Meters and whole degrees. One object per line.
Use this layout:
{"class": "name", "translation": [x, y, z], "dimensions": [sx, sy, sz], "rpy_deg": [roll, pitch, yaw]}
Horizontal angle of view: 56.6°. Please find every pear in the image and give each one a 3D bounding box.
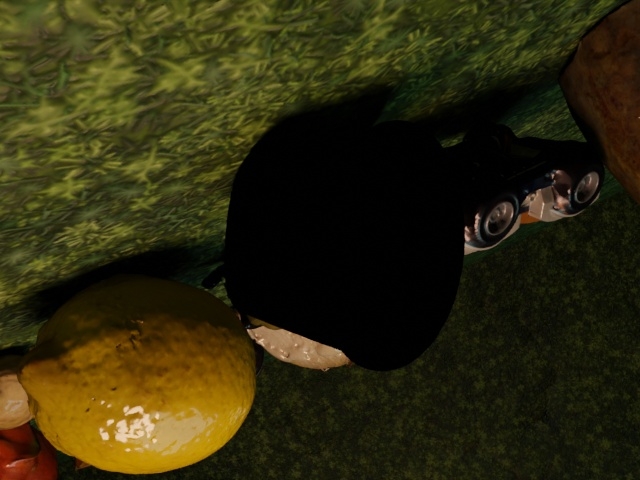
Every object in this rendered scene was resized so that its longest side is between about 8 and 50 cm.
{"class": "pear", "translation": [-0.012, 0.111, 1.151], "dimensions": [0.267, 0.267, 0.178], "rpy_deg": [-38, -165, 44]}

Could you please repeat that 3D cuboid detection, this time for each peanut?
{"class": "peanut", "translation": [-0.457, 0.204, 0.801], "dimensions": [0.117, 0.101, 0.263], "rpy_deg": [-50, 166, -6]}

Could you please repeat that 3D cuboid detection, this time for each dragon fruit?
{"class": "dragon fruit", "translation": [-0.586, 0.389, 0.965], "dimensions": [0.291, 0.290, 0.189], "rpy_deg": [-24, 132, -8]}

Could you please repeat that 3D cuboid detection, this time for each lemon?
{"class": "lemon", "translation": [-0.221, 0.165, 0.749], "dimensions": [0.245, 0.245, 0.320], "rpy_deg": [-33, 149, 28]}

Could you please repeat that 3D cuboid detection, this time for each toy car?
{"class": "toy car", "translation": [0.203, -0.068, 0.761], "dimensions": [0.301, 0.193, 0.118], "rpy_deg": [-21, 127, -26]}

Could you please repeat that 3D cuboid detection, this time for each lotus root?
{"class": "lotus root", "translation": [0.473, -0.132, 0.721], "dimensions": [0.250, 0.346, 0.250], "rpy_deg": [-31, 164, -10]}

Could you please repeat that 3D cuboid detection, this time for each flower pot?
{"class": "flower pot", "translation": [0.000, 0.000, 0.604], "dimensions": [0.166, 0.268, 0.269], "rpy_deg": [4, 154, -28]}

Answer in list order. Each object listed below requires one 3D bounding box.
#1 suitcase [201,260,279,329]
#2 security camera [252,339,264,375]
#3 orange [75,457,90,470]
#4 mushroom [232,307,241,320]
{"class": "suitcase", "translation": [-0.027, 0.048, 0.891], "dimensions": [0.235, 0.143, 0.194], "rpy_deg": [-15, 163, -43]}
{"class": "security camera", "translation": [-0.254, 0.283, 1.326], "dimensions": [0.277, 0.197, 0.191], "rpy_deg": [-25, 179, -33]}
{"class": "orange", "translation": [-0.537, 0.557, 1.735], "dimensions": [0.310, 0.274, 0.274], "rpy_deg": [11, 163, -3]}
{"class": "mushroom", "translation": [-0.158, 0.136, 1.232], "dimensions": [0.060, 0.061, 0.187], "rpy_deg": [-14, 153, -19]}
